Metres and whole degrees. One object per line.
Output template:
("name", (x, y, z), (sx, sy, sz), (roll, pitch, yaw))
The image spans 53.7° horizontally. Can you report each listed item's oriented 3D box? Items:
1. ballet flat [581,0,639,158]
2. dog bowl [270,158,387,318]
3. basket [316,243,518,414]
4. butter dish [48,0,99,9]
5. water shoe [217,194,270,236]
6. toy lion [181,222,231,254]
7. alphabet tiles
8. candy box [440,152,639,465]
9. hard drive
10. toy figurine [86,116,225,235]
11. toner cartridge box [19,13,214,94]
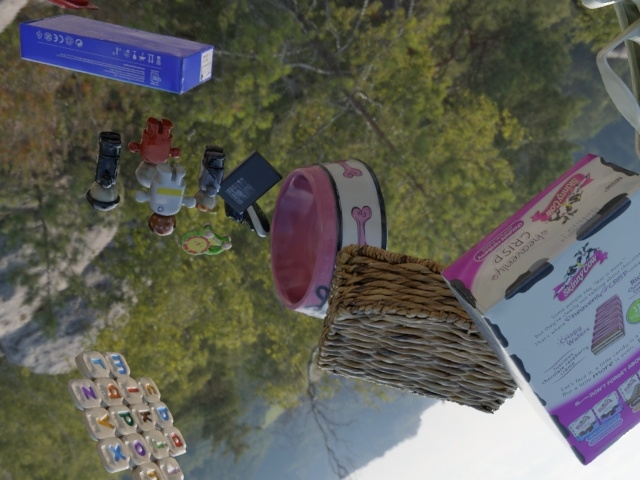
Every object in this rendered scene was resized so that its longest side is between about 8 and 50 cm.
("ballet flat", (0.396, -0.279, 0.776), (0.139, 0.400, 0.139), (-21, -171, 4))
("dog bowl", (0.000, 0.000, 1.516), (0.150, 0.408, 0.408), (3, 150, -23))
("basket", (0.163, 0.087, 0.941), (0.213, 0.299, 0.223), (104, 1, -49))
("butter dish", (-0.486, -0.504, 1.163), (0.160, 0.160, 0.118), (-100, -146, -72))
("water shoe", (-0.200, -0.072, 1.629), (0.080, 0.203, 0.073), (-39, 149, 10))
("toy lion", (-0.281, 0.006, 1.529), (0.096, 0.034, 0.100), (-34, 136, 19))
("alphabet tiles", (-0.344, 0.326, 1.143), (0.021, 0.284, 0.278), (-35, 163, 6))
("candy box", (0.227, 0.067, 0.538), (0.159, 0.071, 0.233), (-38, 122, 0))
("hard drive", (-0.167, -0.134, 1.459), (0.135, 0.022, 0.094), (-39, 123, 11))
("toy figurine", (-0.298, -0.113, 1.166), (0.213, 0.209, 0.148), (-43, 156, -57))
("toner cartridge box", (-0.413, -0.388, 1.300), (0.165, 0.347, 0.075), (-60, 163, -63))
